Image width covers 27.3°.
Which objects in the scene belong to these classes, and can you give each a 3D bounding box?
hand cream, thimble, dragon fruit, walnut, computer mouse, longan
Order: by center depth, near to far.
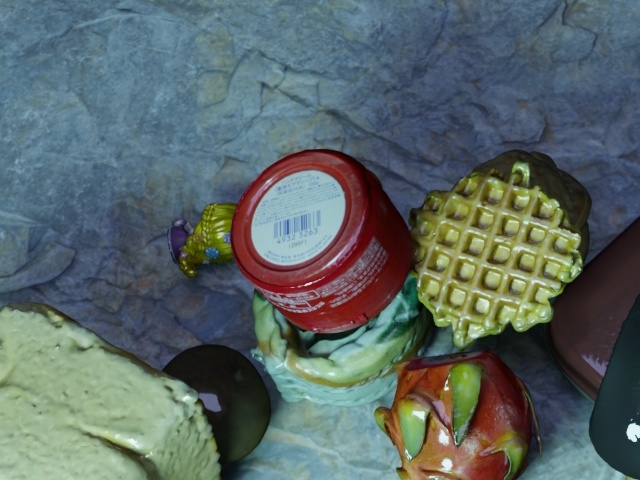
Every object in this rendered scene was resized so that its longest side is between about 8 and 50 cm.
[{"bbox_3d":[0.456,0.180,1.713,0.170,0.100,0.269,21,67,17],"label":"computer mouse"},{"bbox_3d":[0.187,0.258,1.778,0.224,0.224,0.227,-14,84,4],"label":"dragon fruit"},{"bbox_3d":[0.000,0.000,1.786,0.230,0.149,0.230,-12,60,22],"label":"hand cream"},{"bbox_3d":[-0.154,0.236,1.888,0.167,0.167,0.187,-38,31,-10],"label":"longan"},{"bbox_3d":[0.299,-0.027,1.923,0.198,0.198,0.245,-14,28,3],"label":"walnut"},{"bbox_3d":[0.028,0.105,1.926,0.254,0.167,0.288,29,70,25],"label":"thimble"}]

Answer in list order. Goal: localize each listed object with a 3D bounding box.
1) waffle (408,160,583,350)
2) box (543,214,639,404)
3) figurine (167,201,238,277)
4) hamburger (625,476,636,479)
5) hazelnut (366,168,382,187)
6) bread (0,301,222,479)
[{"bbox_3d":[0.233,0.017,1.795,0.237,0.058,0.243,-31,69,15],"label":"waffle"},{"bbox_3d":[0.511,0.081,1.875,0.404,0.108,0.263,-40,62,-11],"label":"box"},{"bbox_3d":[-0.158,0.001,2.061,0.156,0.095,0.115,-13,48,8],"label":"figurine"},{"bbox_3d":[0.500,0.343,1.733,0.213,0.108,0.214,-6,61,10],"label":"hamburger"},{"bbox_3d":[0.056,-0.075,2.071,0.086,0.086,0.086,-5,61,9],"label":"hazelnut"},{"bbox_3d":[-0.333,0.308,1.756,0.390,0.371,0.279,25,59,26],"label":"bread"}]
